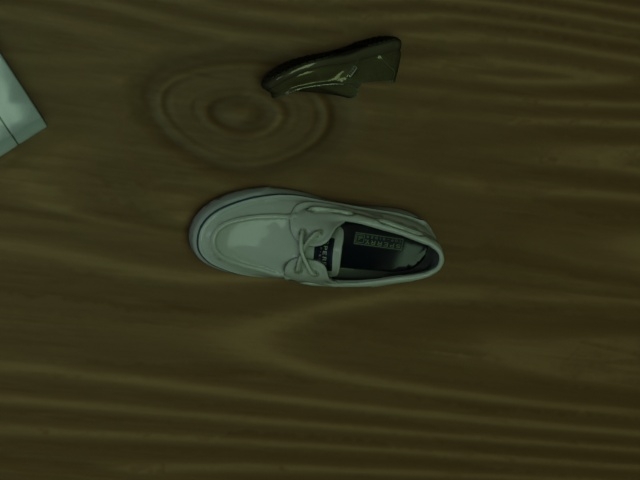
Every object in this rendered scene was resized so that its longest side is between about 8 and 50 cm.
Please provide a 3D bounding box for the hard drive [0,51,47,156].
[{"bbox_3d":[-0.462,-0.109,1.544,0.353,0.047,0.233,-33,112,-5],"label":"hard drive"}]

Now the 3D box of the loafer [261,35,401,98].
[{"bbox_3d":[0.015,-0.162,1.663,0.148,0.056,0.050,-17,103,-11],"label":"loafer"}]

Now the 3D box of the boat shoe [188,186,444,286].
[{"bbox_3d":[0.000,0.000,1.690,0.258,0.084,0.095,-2,106,-16],"label":"boat shoe"}]
